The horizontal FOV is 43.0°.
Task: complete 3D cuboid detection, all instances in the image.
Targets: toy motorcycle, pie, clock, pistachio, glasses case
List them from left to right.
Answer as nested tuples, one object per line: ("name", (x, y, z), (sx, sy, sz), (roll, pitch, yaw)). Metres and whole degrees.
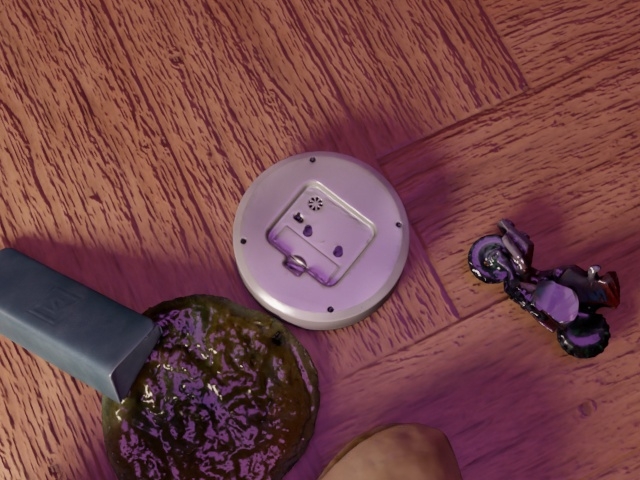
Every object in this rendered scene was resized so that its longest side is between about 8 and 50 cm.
("glasses case", (-0.330, 0.095, 1.006), (0.266, 0.056, 0.105), (22, 76, 24))
("pie", (-0.138, 0.203, 1.009), (0.277, 0.078, 0.277), (0, 77, 0))
("clock", (0.000, 0.000, 1.064), (0.230, 0.083, 0.230), (0, 76, 1))
("pistachio", (0.057, 0.355, 0.911), (0.214, 0.193, 0.318), (23, 68, -4))
("toy motorcycle", (0.299, 0.050, 1.051), (0.213, 0.082, 0.122), (40, 79, 8))
